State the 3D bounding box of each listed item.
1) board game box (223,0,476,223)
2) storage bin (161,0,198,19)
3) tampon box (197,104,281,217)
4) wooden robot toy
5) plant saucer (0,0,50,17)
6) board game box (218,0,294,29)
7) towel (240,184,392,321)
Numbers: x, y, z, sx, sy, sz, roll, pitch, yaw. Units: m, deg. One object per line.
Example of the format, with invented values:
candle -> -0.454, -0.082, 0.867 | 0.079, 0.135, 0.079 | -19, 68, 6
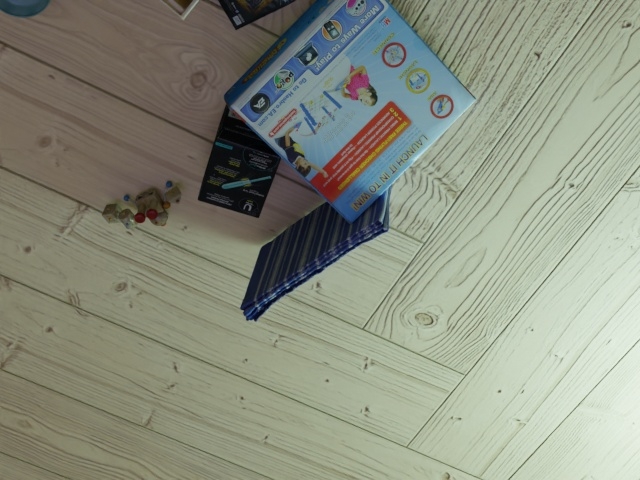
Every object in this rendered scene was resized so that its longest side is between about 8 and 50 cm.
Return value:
board game box -> 0.050, -0.241, 1.871 | 0.308, 0.086, 0.302 | -44, 114, 5
storage bin -> -0.222, -0.537, 1.704 | 0.260, 0.123, 0.262 | 39, 117, -13
tampon box -> -0.140, -0.142, 1.997 | 0.120, 0.101, 0.161 | 17, 135, -7
wooden robot toy -> -0.326, -0.047, 2.114 | 0.173, 0.076, 0.079 | -17, 133, 16
plant saucer -> -0.512, -0.437, 1.878 | 0.119, 0.021, 0.119 | 2, 125, 2
board game box -> -0.132, -0.455, 1.834 | 0.126, 0.026, 0.186 | -21, 121, 18
towel -> 0.000, 0.000, 2.012 | 0.336, 0.243, 0.040 | -34, 111, 24
